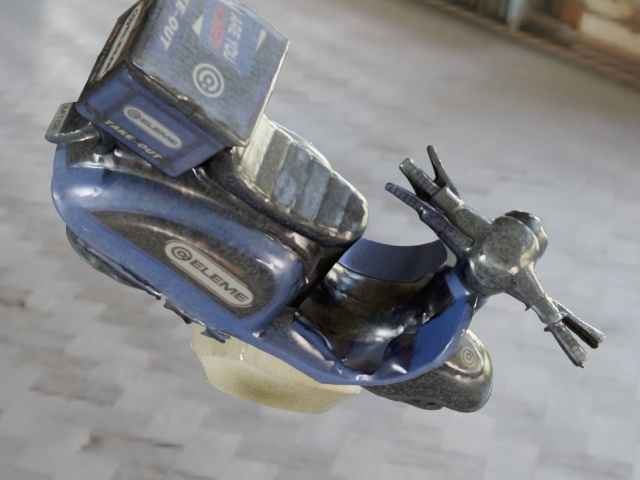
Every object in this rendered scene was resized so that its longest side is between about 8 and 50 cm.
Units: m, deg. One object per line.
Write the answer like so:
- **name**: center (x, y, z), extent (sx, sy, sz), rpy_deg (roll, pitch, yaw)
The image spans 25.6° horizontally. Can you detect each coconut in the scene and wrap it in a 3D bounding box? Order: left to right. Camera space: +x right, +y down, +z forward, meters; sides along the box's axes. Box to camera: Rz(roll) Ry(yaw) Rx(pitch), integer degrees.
- **coconut**: center (-0.036, 0.080, 1.779), extent (0.237, 0.265, 0.237), rpy_deg (21, -3, 1)

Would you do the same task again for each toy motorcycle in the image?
- **toy motorcycle**: center (0.000, 0.000, 0.851), extent (0.358, 0.213, 0.125), rpy_deg (34, 55, -24)
